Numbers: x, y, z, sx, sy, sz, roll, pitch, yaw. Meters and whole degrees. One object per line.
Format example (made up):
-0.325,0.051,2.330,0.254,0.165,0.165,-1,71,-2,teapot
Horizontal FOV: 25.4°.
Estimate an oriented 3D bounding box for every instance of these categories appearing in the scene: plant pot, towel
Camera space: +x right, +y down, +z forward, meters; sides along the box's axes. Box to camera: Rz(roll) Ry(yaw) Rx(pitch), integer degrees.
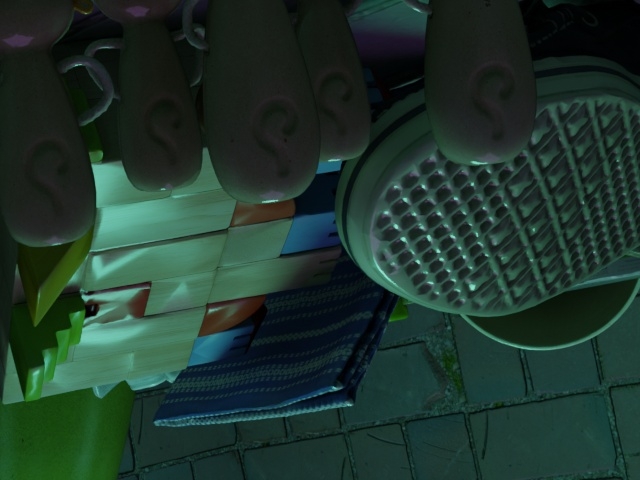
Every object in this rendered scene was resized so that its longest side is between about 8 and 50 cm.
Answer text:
0.283,-0.019,1.842,0.256,0.256,0.274,-12,-170,11,plant pot
-0.411,0.236,1.965,0.366,0.353,0.366,-2,173,0,plant pot
0.000,0.000,1.169,0.040,0.336,0.243,43,146,-26,towel

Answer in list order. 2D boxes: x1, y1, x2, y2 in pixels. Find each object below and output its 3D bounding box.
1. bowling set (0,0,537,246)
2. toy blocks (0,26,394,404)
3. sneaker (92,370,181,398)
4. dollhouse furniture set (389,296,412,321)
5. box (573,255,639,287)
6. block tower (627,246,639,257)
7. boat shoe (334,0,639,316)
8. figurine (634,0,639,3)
-0.050,-0.107,0.726,0.287,0.154,0.200,-11,-166,-17,bowling set
-0.099,-0.017,0.999,0.261,0.191,0.381,-10,149,-22,toy blocks
-0.259,0.081,1.716,0.137,0.210,0.366,-14,174,22,sneaker
-0.002,0.006,1.539,0.301,0.198,0.151,-7,175,-45,dollhouse furniture set
0.261,-0.059,1.375,0.114,0.203,0.103,-9,174,-9,box
0.209,-0.050,1.263,0.335,0.091,0.097,15,179,27,block tower
0.156,-0.076,0.988,0.500,0.156,0.187,-18,137,-49,boat shoe
0.330,-0.177,0.941,0.209,0.092,0.215,-10,176,33,figurine
